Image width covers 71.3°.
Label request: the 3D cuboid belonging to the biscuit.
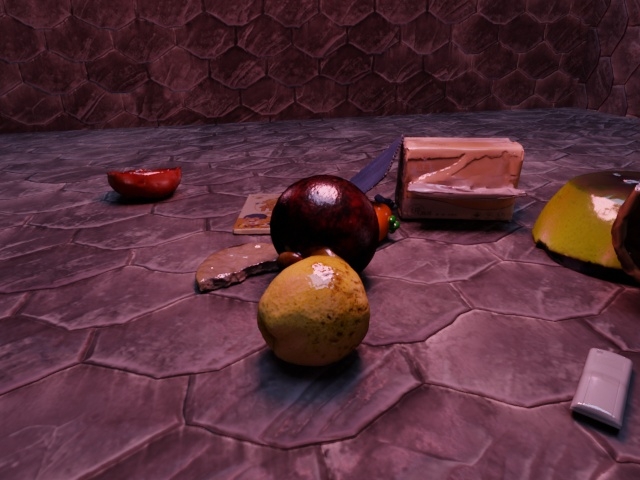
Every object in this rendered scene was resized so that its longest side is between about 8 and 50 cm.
[{"bbox_3d":[-0.166,0.044,0.987,0.250,0.032,0.133,-16,29,-29],"label":"biscuit"}]

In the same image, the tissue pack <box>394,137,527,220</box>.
[{"bbox_3d":[0.365,-0.152,1.190,0.305,0.239,0.238,2,24,3],"label":"tissue pack"}]

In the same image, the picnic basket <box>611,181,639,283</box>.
[{"bbox_3d":[0.641,0.018,0.677,0.337,0.293,0.337,17,31,-11],"label":"picnic basket"}]

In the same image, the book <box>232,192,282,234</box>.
[{"bbox_3d":[-0.125,-0.082,1.285,0.207,0.020,0.295,-2,24,0],"label":"book"}]

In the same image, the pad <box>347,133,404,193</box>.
[{"bbox_3d":[0.107,-0.155,1.187,0.269,0.012,0.269,-36,15,38],"label":"pad"}]

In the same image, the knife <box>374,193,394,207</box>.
[{"bbox_3d":[0.190,-0.122,1.352,0.031,0.018,0.121,-38,27,1],"label":"knife"}]

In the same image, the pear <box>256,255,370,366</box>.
[{"bbox_3d":[-0.014,0.108,0.683,0.178,0.178,0.178,-1,24,0],"label":"pear"}]

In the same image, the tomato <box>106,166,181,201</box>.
[{"bbox_3d":[-0.556,-0.181,1.429,0.228,0.101,0.228,-2,15,0],"label":"tomato"}]

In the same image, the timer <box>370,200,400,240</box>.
[{"bbox_3d":[0.133,-0.048,1.098,0.136,0.099,0.136,-8,33,5],"label":"timer"}]

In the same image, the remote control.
[{"bbox_3d":[0.397,0.200,0.624,0.061,0.029,0.162,18,30,32],"label":"remote control"}]

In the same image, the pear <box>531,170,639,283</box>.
[{"bbox_3d":[0.705,-0.053,1.010,0.398,0.165,0.399,-1,24,0],"label":"pear"}]

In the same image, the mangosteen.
[{"bbox_3d":[0.000,0.000,0.883,0.228,0.228,0.265,7,55,17],"label":"mangosteen"}]
